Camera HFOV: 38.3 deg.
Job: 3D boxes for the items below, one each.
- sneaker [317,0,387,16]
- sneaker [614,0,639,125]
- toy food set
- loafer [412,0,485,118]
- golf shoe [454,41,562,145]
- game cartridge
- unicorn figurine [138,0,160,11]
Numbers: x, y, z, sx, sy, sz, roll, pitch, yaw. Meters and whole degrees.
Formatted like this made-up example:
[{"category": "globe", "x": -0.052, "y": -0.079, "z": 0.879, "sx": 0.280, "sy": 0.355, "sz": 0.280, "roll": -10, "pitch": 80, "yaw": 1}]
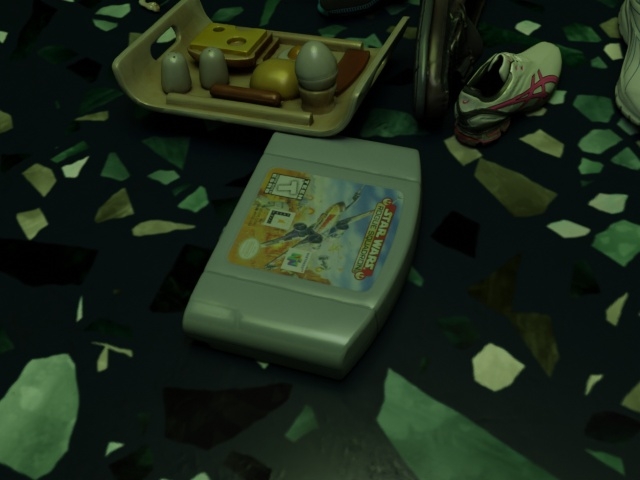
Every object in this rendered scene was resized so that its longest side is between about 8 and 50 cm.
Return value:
[{"category": "sneaker", "x": 0.000, "y": -0.468, "z": 1.253, "sx": 0.139, "sy": 0.125, "sz": 0.341, "roll": -24, "pitch": 82, "yaw": -1}, {"category": "sneaker", "x": 0.411, "y": -0.244, "z": 1.095, "sx": 0.111, "sy": 0.129, "sz": 0.297, "roll": 2, "pitch": 52, "yaw": 4}, {"category": "toy food set", "x": -0.066, "y": -0.235, "z": 1.125, "sx": 0.306, "sy": 0.092, "sz": 0.220, "roll": 11, "pitch": 40, "yaw": 16}, {"category": "loafer", "x": 0.168, "y": -0.266, "z": 1.155, "sx": 0.095, "sy": 0.109, "sz": 0.303, "roll": 6, "pitch": 48, "yaw": 5}, {"category": "golf shoe", "x": 0.231, "y": -0.191, "z": 1.097, "sx": 0.067, "sy": 0.086, "sz": 0.186, "roll": 32, "pitch": 59, "yaw": 29}, {"category": "game cartridge", "x": 0.000, "y": 0.000, "z": 0.983, "sx": 0.198, "sy": 0.062, "sz": 0.297, "roll": 9, "pitch": 52, "yaw": 18}, {"category": "unicorn figurine", "x": -0.240, "y": -0.378, "z": 1.320, "sx": 0.162, "sy": 0.060, "sz": 0.111, "roll": -17, "pitch": 49, "yaw": -29}]
